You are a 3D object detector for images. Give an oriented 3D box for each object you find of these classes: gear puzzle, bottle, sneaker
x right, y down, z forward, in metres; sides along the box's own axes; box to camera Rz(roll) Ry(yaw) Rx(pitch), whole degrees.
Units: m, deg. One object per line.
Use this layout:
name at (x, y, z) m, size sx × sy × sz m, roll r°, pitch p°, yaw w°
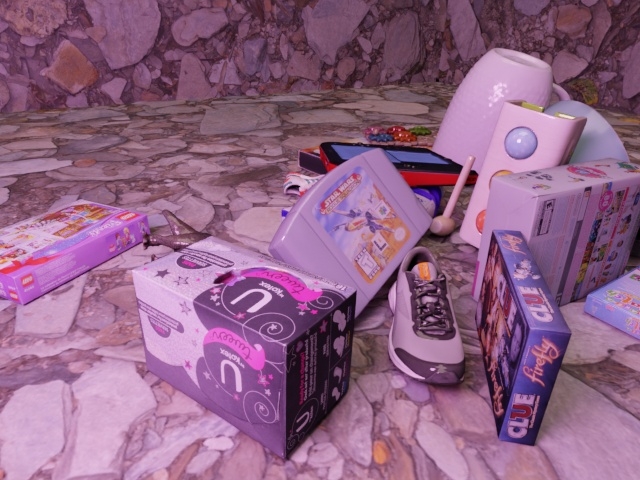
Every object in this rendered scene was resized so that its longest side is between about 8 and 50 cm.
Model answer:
gear puzzle at (0.324, -0.370, 1.539) m, size 0.338 × 0.044 × 0.175 m, roll -2°, pitch 27°, yaw -7°
bottle at (0.206, -0.074, 1.029) m, size 0.118 × 0.092 × 0.282 m, roll 21°, pitch 32°, yaw 28°
sneaker at (0.151, 0.103, 0.661) m, size 0.100 × 0.108 × 0.272 m, roll 4°, pitch 28°, yaw 0°
sneaker at (-0.025, -0.141, 1.210) m, size 0.161 × 0.057 × 0.075 m, roll 7°, pitch 44°, yaw 9°

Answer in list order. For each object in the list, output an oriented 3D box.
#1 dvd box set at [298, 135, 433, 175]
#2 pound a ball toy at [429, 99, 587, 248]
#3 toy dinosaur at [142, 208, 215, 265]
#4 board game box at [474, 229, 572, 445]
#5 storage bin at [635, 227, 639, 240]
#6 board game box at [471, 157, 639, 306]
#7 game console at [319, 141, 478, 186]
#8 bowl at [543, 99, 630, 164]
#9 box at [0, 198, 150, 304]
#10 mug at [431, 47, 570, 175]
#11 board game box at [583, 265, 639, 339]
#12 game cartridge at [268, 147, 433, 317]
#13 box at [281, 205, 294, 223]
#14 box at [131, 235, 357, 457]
dvd box set at (0.184, -0.269, 1.454) m, size 0.420 × 0.062 × 0.307 m, roll -20°, pitch 35°, yaw -36°
pound a ball toy at (0.332, -0.107, 0.870) m, size 0.208 × 0.319 × 0.135 m, roll 32°, pitch 36°, yaw 34°
toy dinosaur at (-0.228, 0.038, 0.798) m, size 0.160 × 0.121 × 0.313 m, roll 1°, pitch 19°, yaw -29°
board game box at (0.251, 0.109, 0.587) m, size 0.042 × 0.165 × 0.243 m, roll 6°, pitch 26°, yaw 9°
storage bin at (0.679, -0.072, 0.940) m, size 0.122 × 0.084 × 0.180 m, roll 25°, pitch -7°, yaw 7°
board game box at (0.417, -0.009, 0.766) m, size 0.303 × 0.224 × 0.097 m, roll -11°, pitch 28°, yaw -24°
game console at (0.176, -0.207, 1.157) m, size 0.341 × 0.060 × 0.386 m, roll -2°, pitch 21°, yaw -4°
bowl at (0.494, -0.128, 0.980) m, size 0.163 × 0.312 × 0.312 m, roll -21°, pitch 28°, yaw 0°
box at (-0.516, 0.006, 0.874) m, size 0.200 × 0.057 × 0.293 m, roll 12°, pitch 28°, yaw 22°
mug at (0.559, -0.367, 1.320) m, size 0.373 × 0.328 × 0.276 m, roll 3°, pitch 39°, yaw -15°
board game box at (0.571, 0.110, 0.739) m, size 0.211 × 0.039 × 0.160 m, roll -14°, pitch 31°, yaw -31°
game cartridge at (0.059, -0.024, 0.752) m, size 0.297 × 0.198 × 0.062 m, roll -45°, pitch 16°, yaw -32°
box at (0.000, 0.000, 0.821) m, size 0.126 × 0.137 × 0.072 m, roll -18°, pitch 32°, yaw -33°
box at (-0.098, 0.114, 0.559) m, size 0.247 × 0.164 × 0.142 m, roll 17°, pitch 29°, yaw 30°
